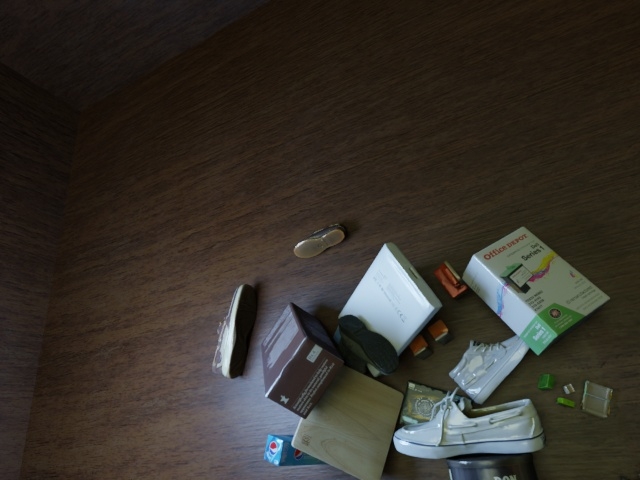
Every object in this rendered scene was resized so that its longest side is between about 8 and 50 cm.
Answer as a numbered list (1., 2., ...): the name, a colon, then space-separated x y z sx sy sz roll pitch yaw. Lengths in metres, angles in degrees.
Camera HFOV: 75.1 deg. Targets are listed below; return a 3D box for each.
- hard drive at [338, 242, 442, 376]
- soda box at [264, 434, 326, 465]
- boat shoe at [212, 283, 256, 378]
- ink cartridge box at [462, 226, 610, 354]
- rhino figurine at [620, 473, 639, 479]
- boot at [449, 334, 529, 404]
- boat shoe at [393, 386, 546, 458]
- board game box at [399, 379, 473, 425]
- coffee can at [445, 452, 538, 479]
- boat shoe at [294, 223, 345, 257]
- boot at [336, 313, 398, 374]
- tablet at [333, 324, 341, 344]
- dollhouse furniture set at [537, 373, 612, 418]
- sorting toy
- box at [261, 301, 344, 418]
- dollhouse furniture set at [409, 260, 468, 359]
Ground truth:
1. hard drive: 0.188 0.212 1.234 0.233 0.047 0.353 57 137 32
2. soda box: -0.059 0.616 1.226 0.071 0.210 0.068 -7 66 46
3. boat shoe: -0.334 0.329 1.552 0.123 0.123 0.343 2 78 28
4. ink cartridge box: 0.551 0.122 1.097 0.201 0.117 0.278 -25 55 -19
5. rhino figurine: 0.699 0.615 0.899 0.106 0.073 0.244 3 71 27
6. boot: 0.464 0.308 1.131 0.123 0.095 0.258 41 94 27
7. boat shoe: 0.355 0.448 1.058 0.366 0.135 0.157 -14 82 24
8. board game box: 0.325 0.486 1.181 0.186 0.026 0.126 9 76 31
9. coffee can: 0.421 0.648 0.962 0.201 0.201 0.276 -17 65 22
10. boat shoe: 0.000 0.000 1.529 0.206 0.073 0.073 -21 25 17
11. boot: 0.136 0.346 1.245 0.083 0.161 0.246 -19 37 -28
12. tablet: 0.070 0.312 1.373 0.054 0.006 0.083 49 133 37
13. dollhouse furniture set: 0.639 0.386 1.050 0.151 0.059 0.076 17 71 13
14. sorting toy: 0.076 0.518 1.206 0.256 0.089 0.256 26 61 0
15. box: -0.070 0.338 1.260 0.143 0.381 0.191 35 90 -10
16. dollhouse furniture set: 0.302 0.178 1.247 0.259 0.135 0.262 -39 58 11
